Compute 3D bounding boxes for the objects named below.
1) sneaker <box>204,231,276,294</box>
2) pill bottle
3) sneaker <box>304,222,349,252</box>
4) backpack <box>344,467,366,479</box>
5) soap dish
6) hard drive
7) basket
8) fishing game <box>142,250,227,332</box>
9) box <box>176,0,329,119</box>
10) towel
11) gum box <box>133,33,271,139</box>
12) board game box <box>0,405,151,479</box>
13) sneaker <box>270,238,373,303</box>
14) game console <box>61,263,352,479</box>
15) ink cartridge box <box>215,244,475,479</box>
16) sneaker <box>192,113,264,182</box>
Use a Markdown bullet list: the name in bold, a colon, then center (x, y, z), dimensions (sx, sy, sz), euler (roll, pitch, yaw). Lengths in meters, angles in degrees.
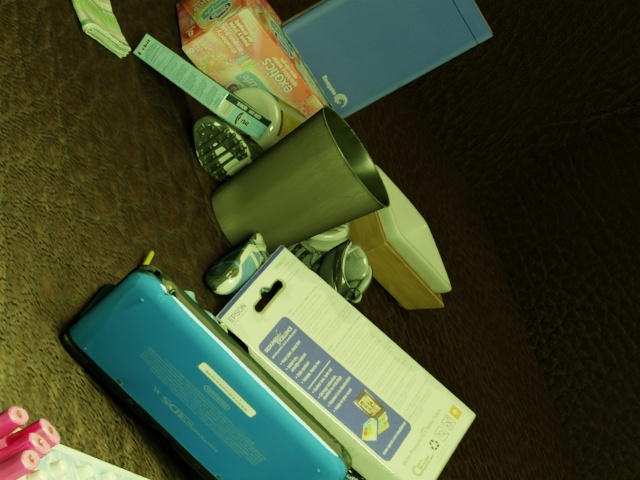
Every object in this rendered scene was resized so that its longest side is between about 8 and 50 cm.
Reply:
- **sneaker**: center (-0.102, 0.045, 1.820), dimensions (0.081, 0.080, 0.211), euler (57, 16, -4)
- **pill bottle**: center (-0.087, -0.187, 2.230), dimensions (0.117, 0.117, 0.215), euler (66, 16, 17)
- **sneaker**: center (0.000, 0.000, 2.290), dimensions (0.281, 0.105, 0.115), euler (-76, 169, -75)
- **backpack**: center (0.078, 0.307, 1.845), dimensions (0.158, 0.117, 0.173), euler (37, 45, 5)
- **soap dish**: center (0.149, 0.000, 2.685), dimensions (0.291, 0.118, 0.229), euler (45, 22, -48)
- **hard drive**: center (0.120, -0.381, 2.317), dimensions (0.210, 0.319, 0.040), euler (56, 16, -23)
- **basket**: center (-0.040, -0.076, 1.964), dimensions (0.204, 0.227, 0.154), euler (47, 20, -46)
- **fishing game**: center (-0.145, 0.134, 1.594), dimensions (0.264, 0.041, 0.189), euler (58, 17, -13)
- **box**: center (-0.118, -0.323, 2.329), dimensions (0.300, 0.142, 0.154), euler (49, 19, -40)
- **towel**: center (-0.333, -0.350, 1.885), dimensions (0.113, 0.023, 0.152), euler (33, 31, -63)
- **gum box**: center (-0.182, -0.237, 1.998), dimensions (0.184, 0.041, 0.157), euler (38, 5, 24)
- **board game box**: center (-0.145, 0.363, 1.142), dimensions (0.390, 0.050, 0.390), euler (39, 26, -55)
- **sneaker**: center (-0.002, 0.033, 2.035), dimensions (0.101, 0.153, 0.268), euler (49, 19, -40)
- **game console**: center (-0.108, 0.138, 1.359), dimensions (0.293, 0.250, 0.173), euler (45, 43, -8)
- **ink cartridge box**: center (0.031, 0.187, 1.771), dimensions (0.371, 0.069, 0.176), euler (43, 48, -2)
- **sneaker**: center (-0.141, -0.137, 2.053), dimensions (0.234, 0.078, 0.106), euler (46, 14, -46)
